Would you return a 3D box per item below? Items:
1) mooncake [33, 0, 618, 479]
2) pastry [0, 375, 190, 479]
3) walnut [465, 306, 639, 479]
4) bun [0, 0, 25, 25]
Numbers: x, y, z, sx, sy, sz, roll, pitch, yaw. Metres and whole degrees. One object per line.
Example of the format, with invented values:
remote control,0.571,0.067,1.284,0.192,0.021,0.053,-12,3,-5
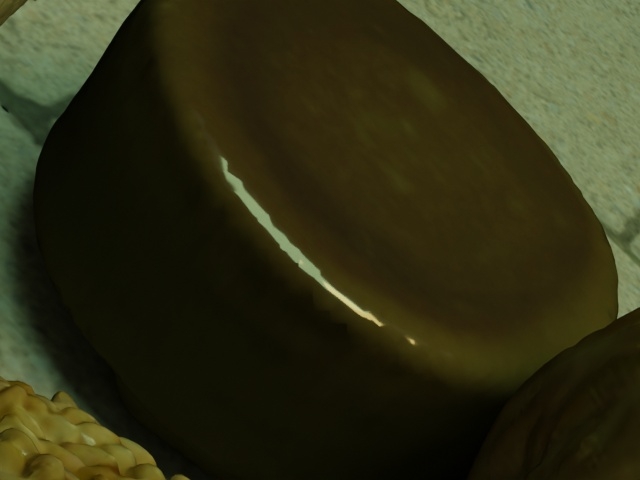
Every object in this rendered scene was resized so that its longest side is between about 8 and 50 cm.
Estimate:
mooncake,0.000,0.000,0.817,0.284,0.155,0.284,29,33,-21
pastry,-0.100,0.159,0.495,0.284,0.184,0.315,2,49,-46
walnut,0.179,0.155,0.675,0.252,0.313,0.277,15,48,-20
bun,-0.271,-0.176,0.671,0.360,0.211,0.360,40,6,-5
